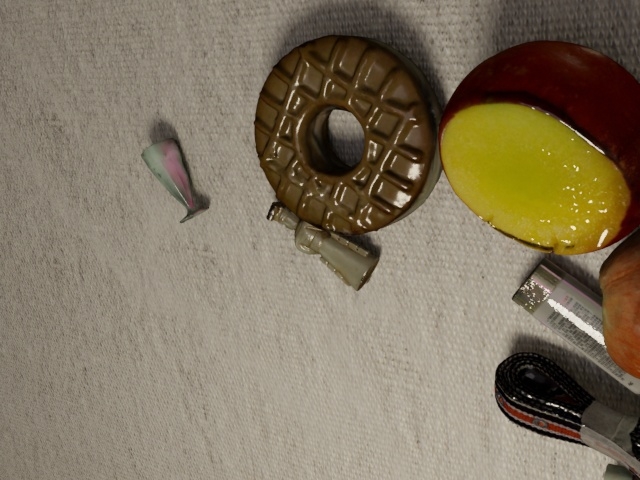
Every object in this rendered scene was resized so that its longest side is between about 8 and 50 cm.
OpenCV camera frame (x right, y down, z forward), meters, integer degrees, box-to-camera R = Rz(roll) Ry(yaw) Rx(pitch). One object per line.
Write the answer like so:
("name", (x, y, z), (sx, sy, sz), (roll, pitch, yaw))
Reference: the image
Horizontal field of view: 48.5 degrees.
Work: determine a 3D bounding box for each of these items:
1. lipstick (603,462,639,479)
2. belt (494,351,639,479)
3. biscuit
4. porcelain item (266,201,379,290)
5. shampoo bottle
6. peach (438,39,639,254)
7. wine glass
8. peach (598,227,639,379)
("lipstick", (0.510, 0.377, 1.027), (0.186, 0.063, 0.057), (7, 95, 29))
("belt", (0.418, 0.277, 1.032), (0.360, 0.126, 0.094), (22, 156, 31))
("biscuit", (0.041, -0.164, 1.130), (0.332, 0.103, 0.332), (11, 112, 28))
("porcelain item", (0.000, 0.000, 1.245), (0.213, 0.054, 0.084), (35, 120, 15))
("shampoo bottle", (0.397, 0.125, 1.044), (0.227, 0.056, 0.086), (38, 126, 15))
("peach", (0.304, -0.121, 0.901), (0.275, 0.248, 0.245), (40, 84, 20))
("wine glass", (-0.276, -0.116, 1.367), (0.073, 0.073, 0.155), (-28, 95, 36))
("peach", (0.476, 0.076, 0.897), (0.236, 0.214, 0.214), (-7, 104, 15))
